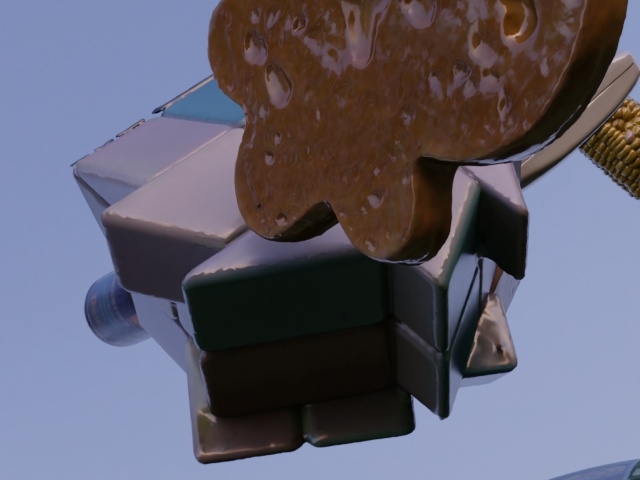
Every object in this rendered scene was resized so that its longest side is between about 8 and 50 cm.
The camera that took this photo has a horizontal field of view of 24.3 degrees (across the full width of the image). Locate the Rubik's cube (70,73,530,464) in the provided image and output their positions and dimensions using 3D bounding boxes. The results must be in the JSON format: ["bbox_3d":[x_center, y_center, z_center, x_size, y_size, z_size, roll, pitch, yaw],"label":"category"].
[{"bbox_3d":[0.000,0.000,1.238,0.387,0.368,0.358,-36,-35,-21],"label":"Rubik's cube"}]

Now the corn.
[{"bbox_3d":[0.340,-0.138,1.748,0.101,0.292,0.101,-46,-6,-6],"label":"corn"}]

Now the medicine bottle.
[{"bbox_3d":[-0.165,0.051,1.514,0.083,0.083,0.203,1,-15,-35],"label":"medicine bottle"}]

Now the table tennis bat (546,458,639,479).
[{"bbox_3d":[0.227,0.187,1.128,0.237,0.038,0.149,-19,-4,31],"label":"table tennis bat"}]

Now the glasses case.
[{"bbox_3d":[0.219,-0.106,1.400,0.233,0.059,0.092,-39,2,-30],"label":"glasses case"}]

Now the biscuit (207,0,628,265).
[{"bbox_3d":[0.051,-0.128,0.928,0.052,0.275,0.355,-2,-20,-40],"label":"biscuit"}]
